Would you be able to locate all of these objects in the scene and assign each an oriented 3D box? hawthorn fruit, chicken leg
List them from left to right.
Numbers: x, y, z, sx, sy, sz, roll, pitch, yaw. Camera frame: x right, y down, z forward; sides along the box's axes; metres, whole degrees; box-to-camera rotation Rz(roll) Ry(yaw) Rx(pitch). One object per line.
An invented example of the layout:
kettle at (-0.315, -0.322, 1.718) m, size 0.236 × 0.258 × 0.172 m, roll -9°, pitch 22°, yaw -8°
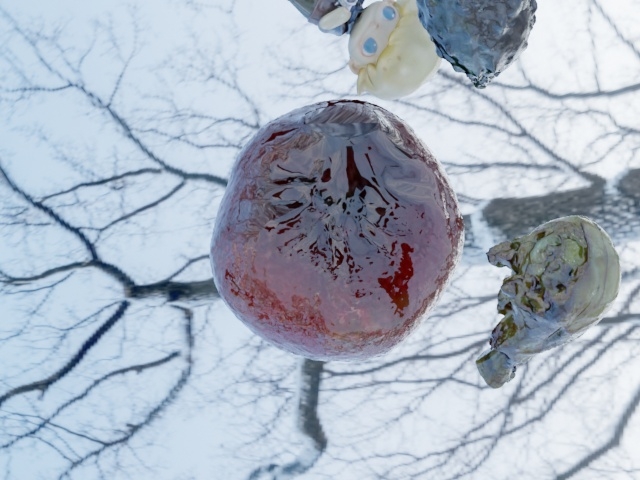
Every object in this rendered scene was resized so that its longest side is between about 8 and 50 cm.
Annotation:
hawthorn fruit at (0.000, 0.000, 0.986) m, size 0.210 × 0.266 × 0.230 m, roll 9°, pitch -106°, yaw -15°
chicken leg at (0.149, 0.049, 0.788) m, size 0.093 × 0.178 × 0.070 m, roll 23°, pitch -127°, yaw 3°

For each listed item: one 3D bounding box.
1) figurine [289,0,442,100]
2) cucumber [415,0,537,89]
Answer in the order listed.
figurine at (0.050, -0.245, 1.230) m, size 0.196 × 0.108 × 0.114 m, roll 40°, pitch -126°, yaw -16°
cucumber at (0.054, -0.180, 0.481) m, size 0.072 × 0.072 × 0.300 m, roll -52°, pitch -40°, yaw -23°
